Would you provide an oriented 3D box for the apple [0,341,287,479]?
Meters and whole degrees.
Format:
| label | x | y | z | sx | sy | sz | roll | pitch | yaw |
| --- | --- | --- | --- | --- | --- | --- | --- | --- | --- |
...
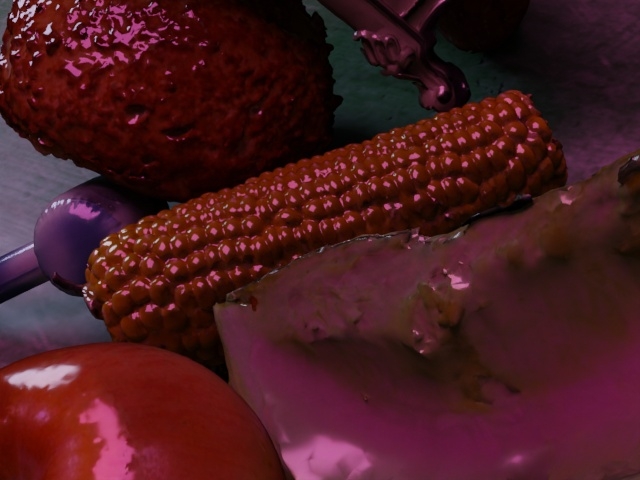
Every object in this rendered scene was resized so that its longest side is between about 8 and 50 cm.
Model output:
| label | x | y | z | sx | sy | sz | roll | pitch | yaw |
| --- | --- | --- | --- | --- | --- | --- | --- | --- | --- |
| apple | -0.111 | 0.146 | 0.553 | 0.209 | 0.164 | 0.209 | -12 | 43 | 11 |

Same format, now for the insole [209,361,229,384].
| label | x | y | z | sx | sy | sz | roll | pitch | yaw |
| --- | --- | --- | --- | --- | --- | --- | --- | --- | --- |
| insole | 0.025 | 0.055 | 0.726 | 0.197 | 0.004 | 0.065 | -18 | 40 | 2 |

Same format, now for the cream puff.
| label | x | y | z | sx | sy | sz | roll | pitch | yaw |
| --- | --- | --- | --- | --- | --- | --- | --- | --- | --- |
| cream puff | -0.094 | -0.120 | 0.809 | 0.240 | 0.240 | 0.164 | 42 | 111 | 47 |

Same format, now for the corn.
| label | x | y | z | sx | sy | sz | roll | pitch | yaw |
| --- | --- | --- | --- | --- | --- | --- | --- | --- | --- |
| corn | 0.000 | 0.000 | 0.718 | 0.310 | 0.101 | 0.101 | -19 | 39 | -9 |

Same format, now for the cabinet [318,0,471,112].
| label | x | y | z | sx | sy | sz | roll | pitch | yaw |
| --- | --- | --- | --- | --- | --- | --- | --- | --- | --- |
| cabinet | 0.006 | -0.291 | 0.775 | 0.227 | 0.318 | 0.290 | -48 | 27 | 15 |

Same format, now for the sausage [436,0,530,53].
| label | x | y | z | sx | sy | sz | roll | pitch | yaw |
| --- | --- | --- | --- | --- | --- | --- | --- | --- | --- |
| sausage | 0.117 | -0.198 | 0.924 | 0.076 | 0.076 | 0.141 | -13 | 41 | 7 |

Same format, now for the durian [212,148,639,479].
| label | x | y | z | sx | sy | sz | roll | pitch | yaw |
| --- | --- | --- | --- | --- | --- | --- | --- | --- | --- |
| durian | 0.097 | 0.051 | 0.541 | 0.355 | 0.169 | 0.157 | -27 | 19 | 34 |

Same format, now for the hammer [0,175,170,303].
| label | x | y | z | sx | sy | sz | roll | pitch | yaw |
| --- | --- | --- | --- | --- | --- | --- | --- | --- | --- |
| hammer | -0.195 | 0.019 | 0.800 | 0.194 | 0.069 | 0.116 | -25 | 8 | 16 |
